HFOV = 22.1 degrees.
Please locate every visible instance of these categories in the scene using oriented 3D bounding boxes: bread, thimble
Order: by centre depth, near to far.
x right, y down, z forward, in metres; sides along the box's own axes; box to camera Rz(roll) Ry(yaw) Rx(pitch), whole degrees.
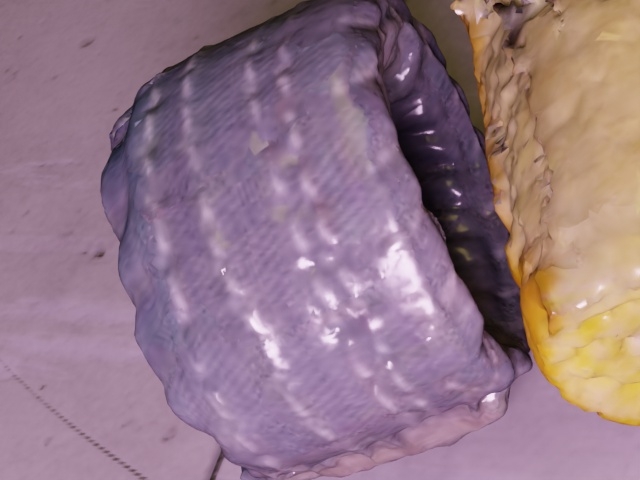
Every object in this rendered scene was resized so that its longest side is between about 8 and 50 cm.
[{"bbox_3d":[0.185,-0.104,0.824,0.237,0.165,0.375,-17,47,14],"label":"bread"},{"bbox_3d":[0.000,0.000,0.838,0.172,0.205,0.236,-25,69,20],"label":"thimble"}]
